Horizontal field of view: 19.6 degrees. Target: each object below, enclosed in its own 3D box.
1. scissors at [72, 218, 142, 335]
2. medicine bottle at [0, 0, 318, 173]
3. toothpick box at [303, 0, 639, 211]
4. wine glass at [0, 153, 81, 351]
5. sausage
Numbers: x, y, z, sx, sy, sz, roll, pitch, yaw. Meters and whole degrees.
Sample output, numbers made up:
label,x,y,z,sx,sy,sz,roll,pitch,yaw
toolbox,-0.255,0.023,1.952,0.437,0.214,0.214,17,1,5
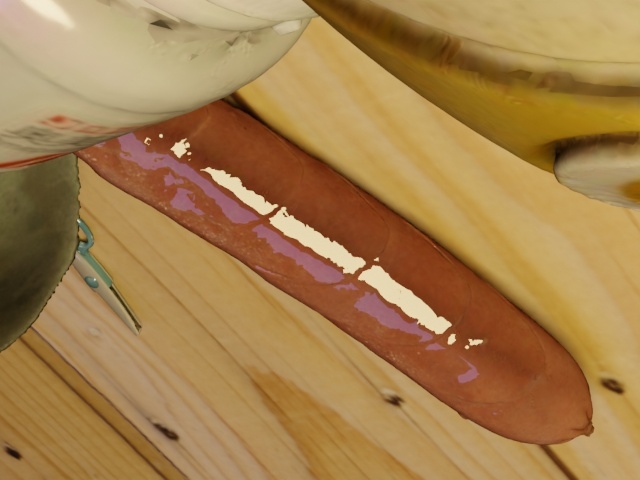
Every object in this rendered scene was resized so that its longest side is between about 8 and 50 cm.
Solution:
label,x,y,z,sx,sy,sz,roll,pitch,yaw
scissors,-0.160,0.023,1.306,0.058,0.014,0.119,-10,127,42
medicine bottle,-0.091,-0.178,0.804,0.325,0.256,0.256,-15,127,40
toothpick box,0.136,-0.202,0.490,0.409,0.409,0.425,-16,130,44
wine glass,-0.349,0.009,1.227,0.267,0.267,0.406,38,149,-14
sausage,0.000,0.001,1.116,0.433,0.088,0.088,34,144,-11
